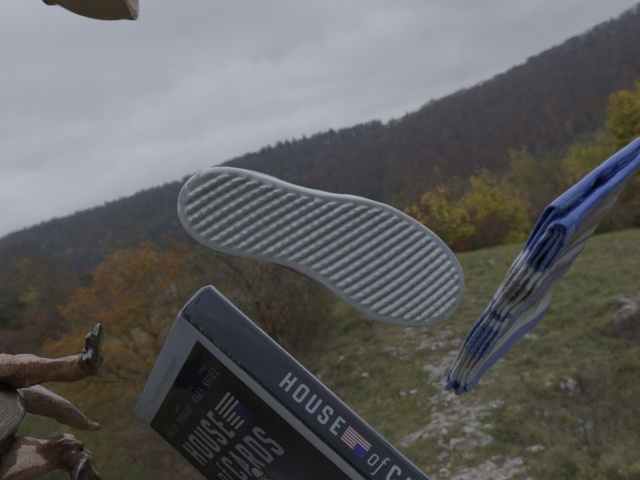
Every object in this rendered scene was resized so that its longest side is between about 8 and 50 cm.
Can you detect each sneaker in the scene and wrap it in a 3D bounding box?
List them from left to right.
[{"bbox_3d":[0.000,-0.001,0.618,0.282,0.102,0.161,24,-4,-7],"label":"sneaker"}]

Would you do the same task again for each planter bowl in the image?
[{"bbox_3d":[-0.304,-0.353,0.759,0.109,0.161,0.162,-10,1,-5],"label":"planter bowl"}]

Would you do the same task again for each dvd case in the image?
[{"bbox_3d":[-0.007,0.149,0.366,0.029,0.239,0.179,-47,-5,-39],"label":"dvd case"}]

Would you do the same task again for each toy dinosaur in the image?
[{"bbox_3d":[-0.258,0.126,0.376,0.201,0.127,0.296,-7,1,7],"label":"toy dinosaur"}]

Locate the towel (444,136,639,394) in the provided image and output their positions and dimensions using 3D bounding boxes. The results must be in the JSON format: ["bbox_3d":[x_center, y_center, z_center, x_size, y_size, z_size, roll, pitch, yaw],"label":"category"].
[{"bbox_3d":[0.237,0.035,0.636,0.209,0.034,0.285,-31,-30,-35],"label":"towel"}]
